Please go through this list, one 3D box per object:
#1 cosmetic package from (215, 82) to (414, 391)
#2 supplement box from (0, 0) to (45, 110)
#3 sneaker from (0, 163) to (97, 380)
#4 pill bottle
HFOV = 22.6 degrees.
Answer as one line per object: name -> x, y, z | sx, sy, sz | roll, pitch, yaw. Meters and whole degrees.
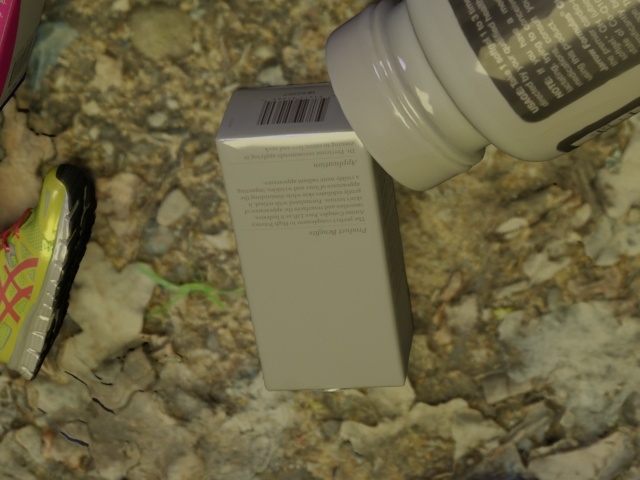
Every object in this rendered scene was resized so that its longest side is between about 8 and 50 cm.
cosmetic package -> 0.000, 0.000, 1.230 | 0.117, 0.085, 0.231 | -2, 122, 11
supplement box -> -0.249, -0.203, 1.133 | 0.114, 0.111, 0.220 | 23, 121, -3
sneaker -> -0.244, 0.021, 1.286 | 0.094, 0.081, 0.208 | 23, 122, -2
pill bottle -> 0.166, -0.161, 1.048 | 0.318, 0.176, 0.176 | -30, 112, 24
